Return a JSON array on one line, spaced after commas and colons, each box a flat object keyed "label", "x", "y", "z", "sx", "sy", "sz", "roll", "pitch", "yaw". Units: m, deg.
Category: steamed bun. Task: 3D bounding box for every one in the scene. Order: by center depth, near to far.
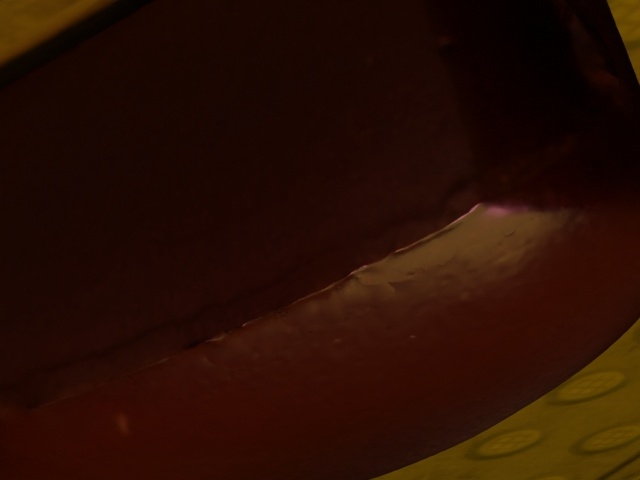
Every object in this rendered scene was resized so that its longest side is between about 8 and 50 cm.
[{"label": "steamed bun", "x": 0.000, "y": 0.000, "z": 1.014, "sx": 0.379, "sy": 0.235, "sz": 0.248, "roll": -25, "pitch": 152, "yaw": 20}]
